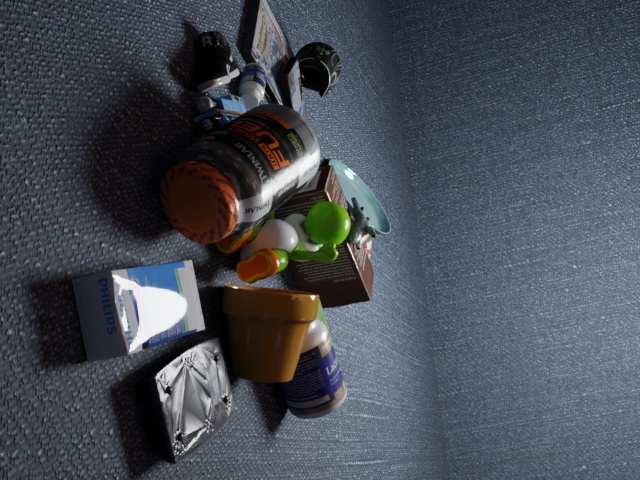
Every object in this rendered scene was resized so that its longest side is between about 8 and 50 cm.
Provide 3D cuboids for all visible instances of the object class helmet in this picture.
[{"bbox_3d":[-0.013,-0.537,2.313,0.161,0.170,0.169,-69,144,-54],"label":"helmet"}]

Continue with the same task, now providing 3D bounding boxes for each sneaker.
[{"bbox_3d":[-0.253,-0.412,1.680,0.217,0.079,0.121,-76,147,-69],"label":"sneaker"}]

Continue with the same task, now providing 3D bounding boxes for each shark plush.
[{"bbox_3d":[0.102,-0.054,1.958,0.067,0.073,0.161,24,56,-31],"label":"shark plush"}]

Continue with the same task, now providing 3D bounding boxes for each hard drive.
[{"bbox_3d":[-0.238,0.283,1.338,0.255,0.054,0.171,-26,104,-71],"label":"hard drive"}]

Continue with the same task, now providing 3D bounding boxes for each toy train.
[{"bbox_3d":[-0.225,-0.279,1.680,0.105,0.080,0.184,70,20,2],"label":"toy train"}]

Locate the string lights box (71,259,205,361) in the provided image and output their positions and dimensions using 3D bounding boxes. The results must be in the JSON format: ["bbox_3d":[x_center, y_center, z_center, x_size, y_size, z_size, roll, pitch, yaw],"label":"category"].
[{"bbox_3d":[-0.294,0.110,1.236,0.260,0.077,0.133,-6,85,-72],"label":"string lights box"}]

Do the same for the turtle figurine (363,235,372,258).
[{"bbox_3d":[0.123,-0.002,2.509,0.175,0.118,0.234,49,29,-58],"label":"turtle figurine"}]

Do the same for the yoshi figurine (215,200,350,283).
[{"bbox_3d":[-0.056,-0.021,1.707,0.362,0.203,0.203,-15,114,-58],"label":"yoshi figurine"}]

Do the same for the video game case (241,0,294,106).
[{"bbox_3d":[-0.146,-0.536,2.122,0.248,0.035,0.274,59,27,-47],"label":"video game case"}]

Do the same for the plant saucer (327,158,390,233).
[{"bbox_3d":[0.121,-0.140,2.512,0.317,0.044,0.317,43,22,-22],"label":"plant saucer"}]

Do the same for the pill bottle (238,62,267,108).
[{"bbox_3d":[-0.175,-0.396,1.902,0.067,0.067,0.120,60,26,-45],"label":"pill bottle"}]

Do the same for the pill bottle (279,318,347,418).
[{"bbox_3d":[-0.041,0.280,1.774,0.153,0.153,0.264,-60,136,-63],"label":"pill bottle"}]

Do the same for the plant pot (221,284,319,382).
[{"bbox_3d":[-0.113,0.198,1.571,0.205,0.205,0.187,11,84,-71],"label":"plant pot"}]

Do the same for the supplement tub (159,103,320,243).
[{"bbox_3d":[-0.161,-0.137,1.508,0.338,0.207,0.207,-45,123,-51],"label":"supplement tub"}]

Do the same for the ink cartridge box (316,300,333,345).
[{"bbox_3d":[-0.035,0.249,1.881,0.062,0.109,0.209,-58,134,-63],"label":"ink cartridge box"}]

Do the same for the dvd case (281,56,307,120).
[{"bbox_3d":[-0.073,-0.399,2.201,0.180,0.022,0.253,-75,159,-60],"label":"dvd case"}]

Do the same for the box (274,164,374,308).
[{"bbox_3d":[0.000,0.000,2.000,0.143,0.191,0.381,-75,149,-53],"label":"box"}]
